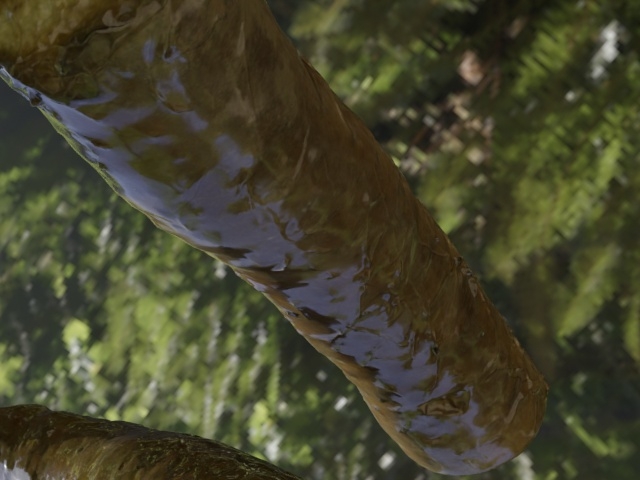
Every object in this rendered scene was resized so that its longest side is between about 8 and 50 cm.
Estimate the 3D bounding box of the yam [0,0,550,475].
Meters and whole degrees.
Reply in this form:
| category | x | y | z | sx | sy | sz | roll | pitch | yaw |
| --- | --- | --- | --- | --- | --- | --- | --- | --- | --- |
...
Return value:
| category | x | y | z | sx | sy | sz | roll | pitch | yaw |
| --- | --- | --- | --- | --- | --- | --- | --- | --- | --- |
| yam | 0.000 | 0.000 | 0.625 | 0.356 | 0.081 | 0.081 | 49 | -159 | -53 |

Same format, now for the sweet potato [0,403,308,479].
| category | x | y | z | sx | sy | sz | roll | pitch | yaw |
| --- | --- | --- | --- | --- | --- | --- | --- | --- | --- |
| sweet potato | -0.089 | 0.161 | 0.980 | 0.131 | 0.130 | 0.423 | 3 | -170 | -34 |
